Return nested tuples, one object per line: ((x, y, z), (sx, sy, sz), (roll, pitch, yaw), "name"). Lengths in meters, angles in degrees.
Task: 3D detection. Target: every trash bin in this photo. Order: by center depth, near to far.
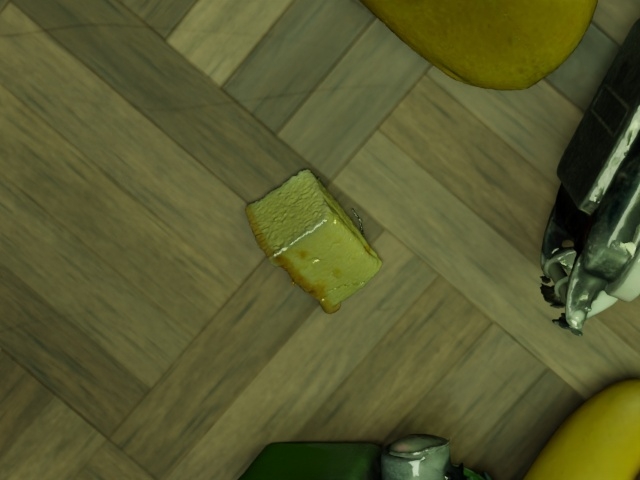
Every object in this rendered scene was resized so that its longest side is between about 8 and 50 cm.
((0.393, -0.011, 1.570), (0.368, 0.256, 0.296), (25, 101, -7), "trash bin")

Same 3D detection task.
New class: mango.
((0.102, -0.291, 1.563), (0.253, 0.182, 0.365), (-26, 101, 17), "mango")

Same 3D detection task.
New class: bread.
((0.000, 0.000, 1.719), (0.084, 0.080, 0.109), (-37, 130, 12), "bread")

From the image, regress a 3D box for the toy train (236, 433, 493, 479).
((0.043, 0.330, 1.704), (0.249, 0.173, 0.307), (-3, 101, 13), "toy train")

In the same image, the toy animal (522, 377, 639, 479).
((0.332, 0.271, 1.647), (0.345, 0.277, 0.247), (-25, 126, 18), "toy animal")
